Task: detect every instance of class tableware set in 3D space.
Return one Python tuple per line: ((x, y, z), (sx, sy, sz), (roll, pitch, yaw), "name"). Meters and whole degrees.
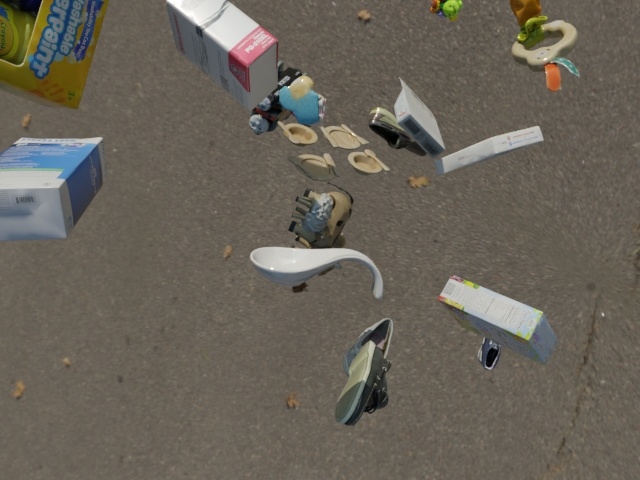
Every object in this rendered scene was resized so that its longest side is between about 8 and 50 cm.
((0.016, -0.140, 0.874), (0.141, 0.168, 0.020), (56, 139, 36), "tableware set")

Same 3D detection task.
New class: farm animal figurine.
((0.000, 0.000, 1.573), (0.172, 0.330, 0.327), (24, 111, 4), "farm animal figurine")

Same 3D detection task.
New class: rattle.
((0.429, -0.397, 1.090), (0.130, 0.143, 0.200), (2, 44, 16), "rattle")

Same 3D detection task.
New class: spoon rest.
((-0.003, 0.051, 1.136), (0.276, 0.137, 0.084), (11, 106, -13), "spoon rest")

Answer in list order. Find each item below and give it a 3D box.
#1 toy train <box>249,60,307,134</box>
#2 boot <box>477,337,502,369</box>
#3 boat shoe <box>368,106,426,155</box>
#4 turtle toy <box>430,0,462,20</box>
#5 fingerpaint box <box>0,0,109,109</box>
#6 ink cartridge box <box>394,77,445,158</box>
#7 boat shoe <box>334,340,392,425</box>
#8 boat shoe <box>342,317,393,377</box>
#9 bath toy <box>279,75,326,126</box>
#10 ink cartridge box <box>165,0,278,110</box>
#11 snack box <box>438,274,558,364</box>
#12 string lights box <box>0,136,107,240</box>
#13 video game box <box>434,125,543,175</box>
((-0.148, -0.489, 1.978), (0.142, 0.334, 0.190), (25, 127, 1), "toy train")
((0.511, 0.281, 1.647), (0.069, 0.086, 0.190), (16, 94, 6), "boot")
((0.229, -0.306, 1.694), (0.080, 0.223, 0.074), (-16, 47, 58), "boat shoe")
((0.342, -0.645, 1.551), (0.066, 0.095, 0.130), (-16, 41, -15), "turtle toy")
((-0.576, -0.511, 1.017), (0.163, 0.371, 0.445), (16, 89, 41), "fingerpaint box")
((0.232, -0.301, 1.392), (0.045, 0.145, 0.179), (-37, 34, 25), "ink cartridge box")
((0.126, 0.383, 1.472), (0.113, 0.340, 0.127), (39, 106, -1), "boat shoe")
((0.159, 0.345, 1.785), (0.118, 0.320, 0.103), (40, 115, 5), "boat shoe")
((-0.050, -0.434, 1.807), (0.128, 0.348, 0.152), (0, 100, 4), "bath toy")
((-0.210, -0.427, 1.250), (0.237, 0.172, 0.100), (41, 72, 9), "ink cartridge box")
((0.372, 0.167, 1.194), (0.207, 0.174, 0.070), (22, 77, 40), "snack box")
((-0.412, -0.086, 0.842), (0.133, 0.260, 0.077), (-2, 114, -7), "string lights box")
((0.425, -0.227, 1.456), (0.205, 0.187, 0.048), (-18, 92, 58), "video game box")
